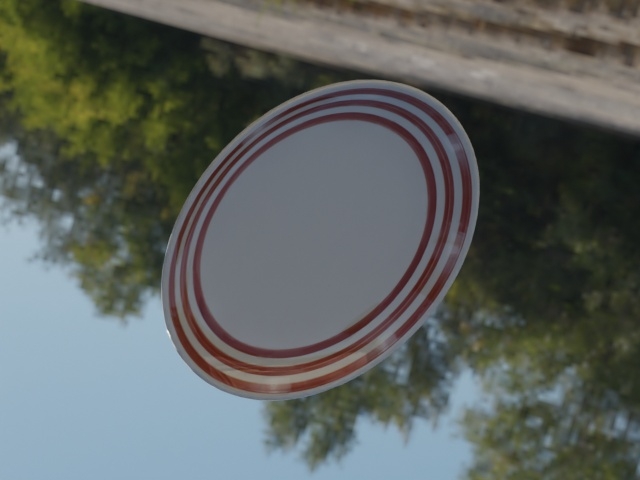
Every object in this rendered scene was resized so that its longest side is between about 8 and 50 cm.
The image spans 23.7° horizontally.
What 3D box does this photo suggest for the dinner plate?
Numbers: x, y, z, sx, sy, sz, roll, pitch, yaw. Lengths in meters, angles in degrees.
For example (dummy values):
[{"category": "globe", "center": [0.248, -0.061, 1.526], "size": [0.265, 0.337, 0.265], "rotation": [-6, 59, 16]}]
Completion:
[{"category": "dinner plate", "center": [0.000, 0.000, 0.592], "size": [0.141, 0.141, 0.017], "rotation": [11, -159, -38]}]
